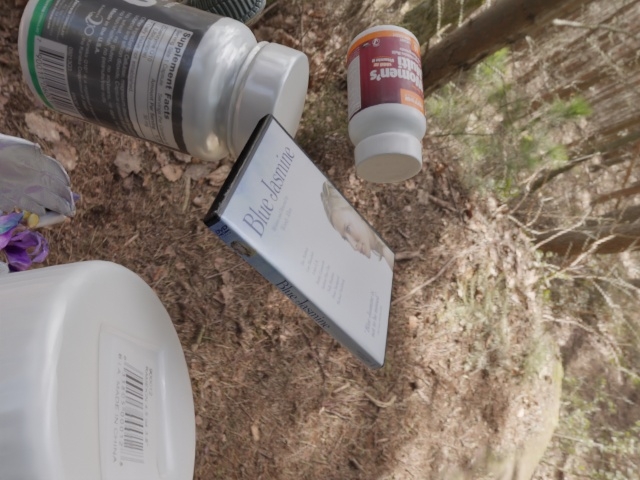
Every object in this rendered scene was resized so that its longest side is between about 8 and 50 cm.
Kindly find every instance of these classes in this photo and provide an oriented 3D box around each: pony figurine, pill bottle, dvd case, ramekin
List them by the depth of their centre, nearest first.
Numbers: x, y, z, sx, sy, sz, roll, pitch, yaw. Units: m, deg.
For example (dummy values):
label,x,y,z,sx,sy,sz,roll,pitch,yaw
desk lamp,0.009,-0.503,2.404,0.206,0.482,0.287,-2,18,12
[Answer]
label,x,y,z,sx,sy,sz,roll,pitch,yaw
ramekin,-0.209,0.148,0.380,0.135,0.277,0.277,-14,89,2
dvd case,0.000,0.000,0.511,0.253,0.022,0.180,45,38,-26
pony figurine,-0.482,-0.032,0.621,0.350,0.363,0.303,15,107,-10
pill bottle,-0.213,-0.237,0.684,0.361,0.204,0.204,19,71,5
pill bottle,0.103,-0.212,0.735,0.121,0.121,0.221,10,69,-29

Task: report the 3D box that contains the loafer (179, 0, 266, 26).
label,x,y,z,sx,sy,sz,roll,pitch,yaw
loafer,-0.217,-0.420,0.882,0.087,0.251,0.094,-69,140,-69
